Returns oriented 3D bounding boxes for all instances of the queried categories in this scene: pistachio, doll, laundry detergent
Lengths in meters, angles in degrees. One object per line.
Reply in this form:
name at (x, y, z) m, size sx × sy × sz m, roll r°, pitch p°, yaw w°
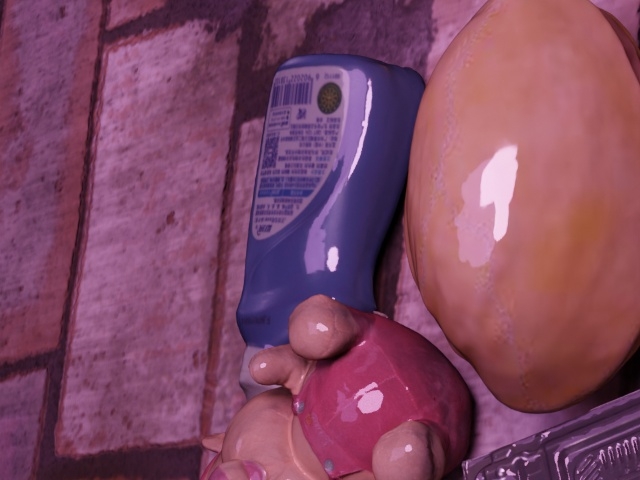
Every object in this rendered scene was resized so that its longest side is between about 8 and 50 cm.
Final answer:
pistachio at (0.144, -0.029, 1.274) m, size 0.181 × 0.162 × 0.293 m, roll -1°, pitch 73°, yaw 25°
doll at (-0.004, 0.171, 1.392) m, size 0.256 × 0.152 × 0.196 m, roll -50°, pitch 28°, yaw 34°
laundry detergent at (0.000, 0.000, 1.514) m, size 0.143 × 0.094 × 0.290 m, roll 6°, pitch 83°, yaw 48°

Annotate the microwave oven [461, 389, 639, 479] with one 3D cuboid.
microwave oven at (0.205, 0.167, 1.101) m, size 0.208 × 0.122 × 0.162 m, roll -26°, pitch 55°, yaw 26°
